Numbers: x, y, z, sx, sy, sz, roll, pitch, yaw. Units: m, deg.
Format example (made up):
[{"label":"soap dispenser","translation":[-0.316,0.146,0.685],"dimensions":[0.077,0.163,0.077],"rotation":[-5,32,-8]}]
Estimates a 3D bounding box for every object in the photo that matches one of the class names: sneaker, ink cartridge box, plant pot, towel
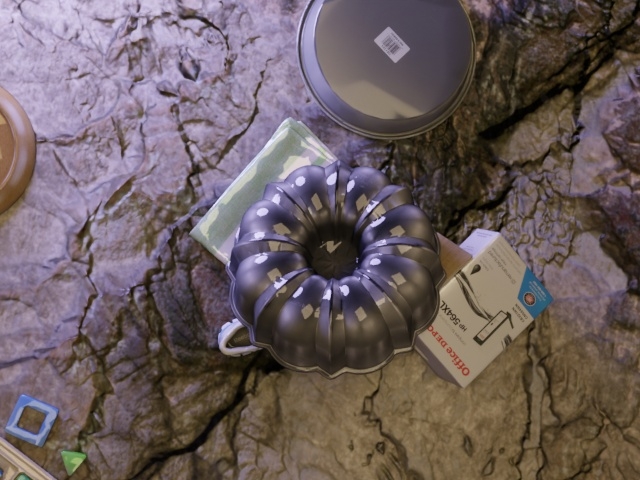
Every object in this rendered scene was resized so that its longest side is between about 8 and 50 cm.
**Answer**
[{"label":"sneaker","translation":[-0.069,0.127,1.881],"dimensions":[0.190,0.083,0.071],"rotation":[-29,92,5]},{"label":"ink cartridge box","translation":[0.231,0.105,1.929],"dimensions":[0.203,0.086,0.148],"rotation":[-44,106,-10]},{"label":"plant pot","translation":[-0.548,-0.137,1.882],"dimensions":[0.236,0.032,0.236],"rotation":[1,86,-7]},{"label":"towel","translation":[0.000,0.000,1.944],"dimensions":[0.325,0.038,0.248],"rotation":[40,82,-3]}]

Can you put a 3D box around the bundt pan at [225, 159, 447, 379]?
[{"label":"bundt pan","translation":[0.020,0.026,1.814],"dimensions":[0.330,0.124,0.331],"rotation":[-1,68,2]}]

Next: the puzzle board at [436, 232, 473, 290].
[{"label":"puzzle board","translation":[0.159,0.050,1.901],"dimensions":[0.128,0.096,0.011],"rotation":[-43,127,-7]}]

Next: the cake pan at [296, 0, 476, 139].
[{"label":"cake pan","translation":[0.110,-0.307,1.976],"dimensions":[0.293,0.054,0.293],"rotation":[1,86,-8]}]

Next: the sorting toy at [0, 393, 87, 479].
[{"label":"sorting toy","translation":[-0.488,0.395,1.839],"dimensions":[0.196,0.047,0.348],"rotation":[39,82,-3]}]
